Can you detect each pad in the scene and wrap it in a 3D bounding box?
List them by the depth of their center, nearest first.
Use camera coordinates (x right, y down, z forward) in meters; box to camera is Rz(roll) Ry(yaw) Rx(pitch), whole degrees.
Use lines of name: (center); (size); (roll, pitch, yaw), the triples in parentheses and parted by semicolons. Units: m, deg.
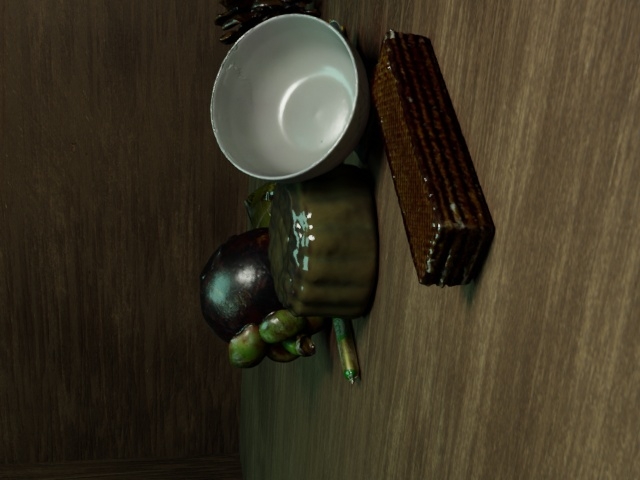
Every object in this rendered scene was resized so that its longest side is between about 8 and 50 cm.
pad: (0.050, -0.270, 1.663); (0.174, 0.022, 0.233); (101, 154, -44)

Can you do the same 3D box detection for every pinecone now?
pinecone: (-0.114, -0.471, 2.061); (0.244, 0.244, 0.309); (142, 113, -77)

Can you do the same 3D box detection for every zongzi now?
zongzi: (-0.062, -0.003, 2.156); (0.274, 0.145, 0.300); (171, 82, -74)

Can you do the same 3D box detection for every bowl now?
bowl: (-0.034, -0.231, 1.573); (0.143, 0.286, 0.287); (15, -110, -61)

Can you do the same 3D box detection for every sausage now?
sausage: (0.043, 0.170, 1.787); (0.033, 0.032, 0.269); (100, 165, -45)

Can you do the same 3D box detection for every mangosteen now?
mangosteen: (-0.120, 0.119, 2.013); (0.311, 0.311, 0.311); (179, 90, -79)

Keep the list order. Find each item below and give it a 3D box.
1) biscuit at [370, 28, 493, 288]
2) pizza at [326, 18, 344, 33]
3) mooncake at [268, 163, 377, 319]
biscuit: (0.134, -0.119, 1.186); (0.107, 0.073, 0.388); (103, 162, -47)
pizza: (0.031, -0.369, 1.806); (0.178, 0.041, 0.131); (131, 135, -75)
mooncake: (0.000, 0.000, 1.669); (0.290, 0.161, 0.291); (179, 90, -78)
